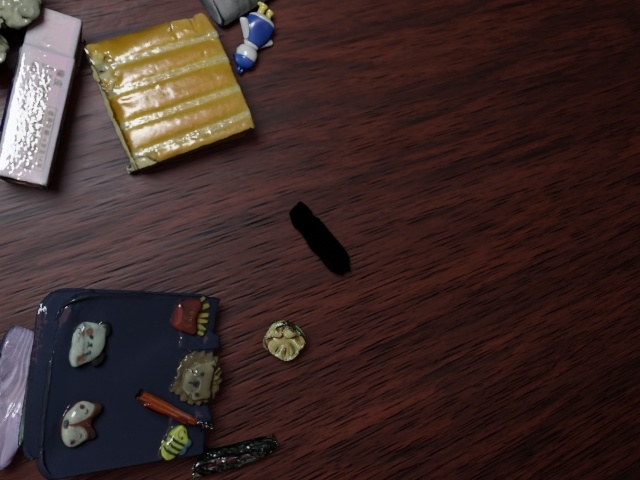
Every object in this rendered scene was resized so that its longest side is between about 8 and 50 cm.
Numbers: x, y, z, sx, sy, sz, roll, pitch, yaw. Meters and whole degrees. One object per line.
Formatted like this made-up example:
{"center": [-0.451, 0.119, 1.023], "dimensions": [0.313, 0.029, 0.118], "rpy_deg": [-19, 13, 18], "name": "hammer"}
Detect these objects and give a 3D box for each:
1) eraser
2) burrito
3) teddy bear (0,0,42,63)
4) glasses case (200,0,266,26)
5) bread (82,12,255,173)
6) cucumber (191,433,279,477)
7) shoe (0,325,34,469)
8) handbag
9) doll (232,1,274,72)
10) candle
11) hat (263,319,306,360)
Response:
{"center": [-0.479, -0.235, 0.958], "dimensions": [0.086, 0.130, 0.287], "rpy_deg": [13, 86, -21], "name": "eraser"}
{"center": [0.000, 0.000, 1.179], "dimensions": [0.058, 0.045, 0.188], "rpy_deg": [-42, 106, -7], "name": "burrito"}
{"center": [-0.612, -0.360, 0.840], "dimensions": [0.357, 0.224, 0.367], "rpy_deg": [34, 86, 6], "name": "teddy bear"}
{"center": [-0.107, -0.548, 1.117], "dimensions": [0.299, 0.060, 0.114], "rpy_deg": [-37, 102, -15], "name": "glasses case"}
{"center": [-0.283, -0.272, 1.036], "dimensions": [0.246, 0.111, 0.239], "rpy_deg": [-24, 96, -15], "name": "bread"}
{"center": [-0.171, 0.434, 1.127], "dimensions": [0.182, 0.053, 0.053], "rpy_deg": [-7, 94, -20], "name": "cucumber"}
{"center": [-0.507, 0.277, 0.982], "dimensions": [0.138, 0.095, 0.245], "rpy_deg": [13, 86, -28], "name": "shoe"}
{"center": [-0.329, 0.241, 0.989], "dimensions": [0.329, 0.122, 0.303], "rpy_deg": [8, 89, -38], "name": "handbag"}
{"center": [-0.134, -0.398, 1.111], "dimensions": [0.099, 0.058, 0.143], "rpy_deg": [21, 92, -56], "name": "doll"}
{"center": [-0.251, 0.300, 0.970], "dimensions": [0.167, 0.021, 0.026], "rpy_deg": [43, 52, -36], "name": "candle"}
{"center": [-0.074, 0.201, 1.152], "dimensions": [0.077, 0.059, 0.076], "rpy_deg": [37, 95, -12], "name": "hat"}
